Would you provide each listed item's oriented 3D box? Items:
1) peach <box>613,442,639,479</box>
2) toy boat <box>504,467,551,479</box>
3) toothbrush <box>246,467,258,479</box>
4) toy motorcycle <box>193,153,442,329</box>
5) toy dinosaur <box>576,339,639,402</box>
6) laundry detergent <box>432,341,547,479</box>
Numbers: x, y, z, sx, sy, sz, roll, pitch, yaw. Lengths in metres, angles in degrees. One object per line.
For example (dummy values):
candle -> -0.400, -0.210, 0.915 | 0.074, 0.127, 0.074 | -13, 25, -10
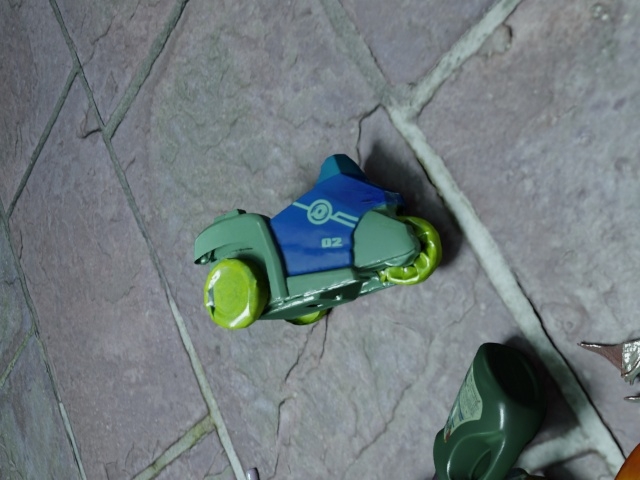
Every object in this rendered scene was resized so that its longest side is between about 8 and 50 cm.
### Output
peach -> 0.362, 0.239, 0.491 | 0.238, 0.281, 0.281 | 87, 171, -83
toy boat -> 0.307, 0.349, 0.640 | 0.321, 0.121, 0.089 | 32, 110, 40
toothbrush -> -0.090, 0.540, 1.133 | 0.025, 0.020, 0.286 | -26, 75, 51
toy motorcycle -> 0.000, 0.000, 0.897 | 0.326, 0.191, 0.200 | -23, 73, 29
toy dinosaur -> 0.352, 0.119, 0.636 | 0.220, 0.032, 0.108 | 14, 107, 54
laundry detergent -> 0.180, 0.238, 0.763 | 0.144, 0.078, 0.221 | -89, 17, -63
